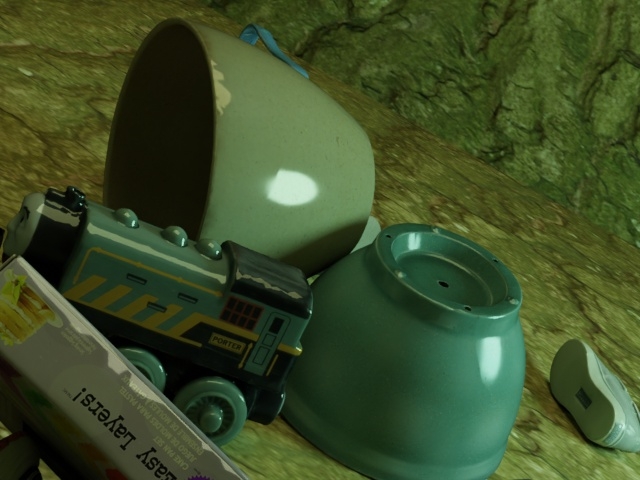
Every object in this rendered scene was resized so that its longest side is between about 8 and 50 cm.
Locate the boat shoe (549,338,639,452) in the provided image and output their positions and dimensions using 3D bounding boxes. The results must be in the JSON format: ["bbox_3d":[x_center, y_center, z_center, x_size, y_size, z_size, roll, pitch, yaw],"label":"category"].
[{"bbox_3d":[0.381,0.219,2.234,0.081,0.079,0.227,30,18,-23],"label":"boat shoe"}]

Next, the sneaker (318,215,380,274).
[{"bbox_3d":[0.000,0.000,2.311,0.086,0.085,0.237,5,8,30],"label":"sneaker"}]

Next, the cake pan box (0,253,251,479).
[{"bbox_3d":[-0.168,0.147,1.241,0.246,0.070,0.267,46,-19,4],"label":"cake pan box"}]

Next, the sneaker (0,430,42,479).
[{"bbox_3d":[-0.251,0.221,1.160,0.112,0.121,0.299,62,3,-7],"label":"sneaker"}]

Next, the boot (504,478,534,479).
[{"bbox_3d":[0.279,0.302,1.794,0.190,0.069,0.086,14,23,-34],"label":"boot"}]

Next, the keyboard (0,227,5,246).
[{"bbox_3d":[-0.434,-0.027,1.783,0.192,0.038,0.100,29,39,4],"label":"keyboard"}]

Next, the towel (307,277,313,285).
[{"bbox_3d":[-0.043,0.069,2.094,0.110,0.027,0.148,19,19,-24],"label":"towel"}]

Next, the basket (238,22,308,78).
[{"bbox_3d":[-0.116,-0.120,2.087,0.201,0.289,0.255,26,12,-23],"label":"basket"}]

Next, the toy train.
[{"bbox_3d":[-0.168,0.070,1.586,0.334,0.190,0.142,22,16,-17],"label":"toy train"}]

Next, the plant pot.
[{"bbox_3d":[0.107,0.105,1.803,0.293,0.196,0.293,18,28,-10],"label":"plant pot"}]

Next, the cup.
[{"bbox_3d":[-0.080,-0.071,1.843,0.237,0.331,0.331,5,24,-27],"label":"cup"}]
